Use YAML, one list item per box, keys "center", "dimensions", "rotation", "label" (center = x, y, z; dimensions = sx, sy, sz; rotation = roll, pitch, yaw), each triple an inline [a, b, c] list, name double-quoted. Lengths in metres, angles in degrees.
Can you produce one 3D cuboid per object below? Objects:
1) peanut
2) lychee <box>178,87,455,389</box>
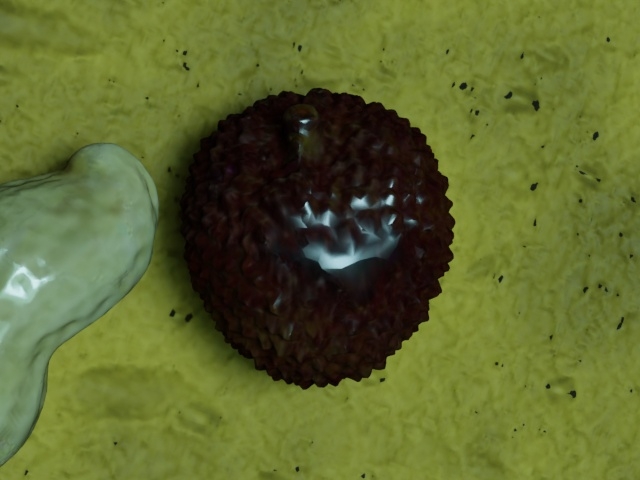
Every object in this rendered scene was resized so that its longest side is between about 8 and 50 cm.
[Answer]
- center: [-0.137, 0.035, 0.764]
  dimensions: [0.082, 0.082, 0.187]
  rotation: [39, 78, -19]
  label: "peanut"
- center: [-0.003, 0.001, 0.794]
  dimensions: [0.123, 0.123, 0.129]
  rotation: [4, 119, -21]
  label: "lychee"
